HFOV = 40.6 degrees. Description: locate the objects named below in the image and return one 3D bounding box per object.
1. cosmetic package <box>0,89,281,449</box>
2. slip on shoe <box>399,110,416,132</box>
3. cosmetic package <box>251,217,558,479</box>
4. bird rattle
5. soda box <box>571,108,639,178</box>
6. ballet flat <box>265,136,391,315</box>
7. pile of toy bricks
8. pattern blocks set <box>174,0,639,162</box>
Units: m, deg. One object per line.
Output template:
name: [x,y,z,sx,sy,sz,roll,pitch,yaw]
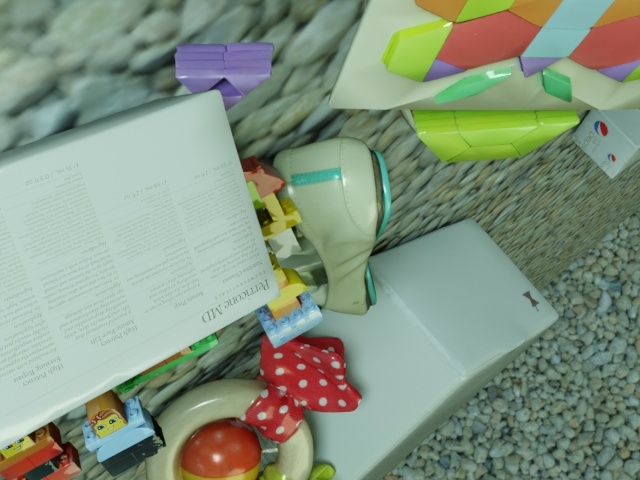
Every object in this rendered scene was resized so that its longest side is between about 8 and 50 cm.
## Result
cosmetic package: [-0.134,0.025,0.329,0.239,0.099,0.060,-27,-161,-34]
slip on shoe: [0.111,-0.119,0.488,0.123,0.101,0.331,-39,165,-9]
cosmetic package: [0.044,0.195,1.033,0.230,0.161,0.453,-18,153,-50]
bird rattle: [-0.064,0.203,0.834,0.206,0.143,0.254,-6,120,-14]
soda box: [0.407,-0.164,1.035,0.216,0.074,0.069,-32,161,-23]
ballet flat: [0.000,0.000,0.621,0.086,0.086,0.248,-35,161,-13]
pile of toy bricks: [-0.103,0.031,0.449,0.212,0.118,0.105,-29,130,-5]
pattern blocks set: [0.097,-0.097,0.359,0.324,0.026,0.285,-7,161,2]
